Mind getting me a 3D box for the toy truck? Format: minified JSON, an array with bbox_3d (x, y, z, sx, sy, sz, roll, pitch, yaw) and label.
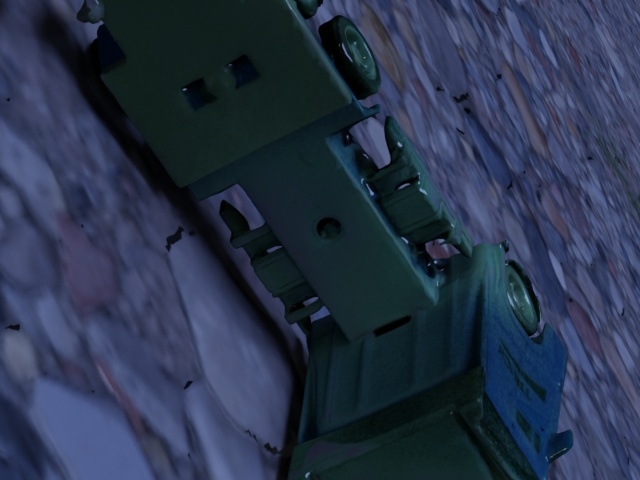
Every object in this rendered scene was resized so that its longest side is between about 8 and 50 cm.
[{"bbox_3d":[0.000,0.000,0.445,0.175,0.067,0.081,56,21,-23],"label":"toy truck"}]
